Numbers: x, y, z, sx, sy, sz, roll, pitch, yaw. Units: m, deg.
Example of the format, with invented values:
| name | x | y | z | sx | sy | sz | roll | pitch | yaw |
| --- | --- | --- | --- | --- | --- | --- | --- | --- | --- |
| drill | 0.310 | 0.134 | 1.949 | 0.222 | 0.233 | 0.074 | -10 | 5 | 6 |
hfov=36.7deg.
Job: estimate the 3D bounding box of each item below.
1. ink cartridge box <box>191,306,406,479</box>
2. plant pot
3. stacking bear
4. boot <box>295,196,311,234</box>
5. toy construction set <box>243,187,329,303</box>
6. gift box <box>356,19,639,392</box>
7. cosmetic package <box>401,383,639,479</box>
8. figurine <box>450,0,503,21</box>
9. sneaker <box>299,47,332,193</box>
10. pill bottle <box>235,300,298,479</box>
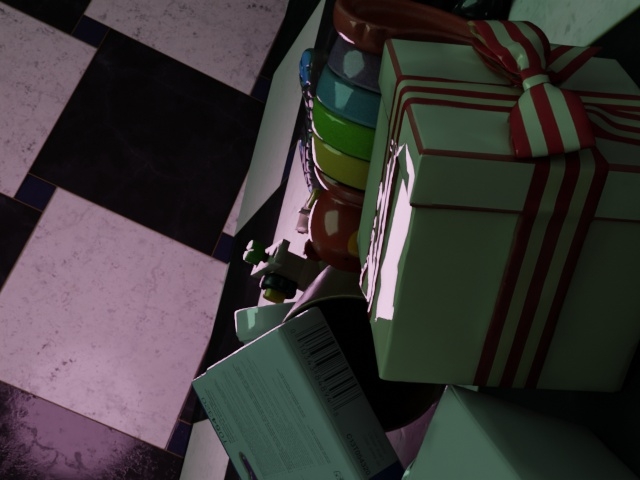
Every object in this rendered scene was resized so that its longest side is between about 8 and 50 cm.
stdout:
| name | x | y | z | sx | sy | sz | roll | pitch | yaw |
| --- | --- | --- | --- | --- | --- | --- | --- | --- | --- |
| ink cartridge box | -0.012 | 0.269 | 1.167 | 0.324 | 0.071 | 0.330 | 61 | 152 | 4 |
| plant pot | 0.064 | 0.102 | 1.294 | 0.230 | 0.215 | 0.215 | -69 | 4 | -58 |
| stacking bear | 0.061 | -0.097 | 1.018 | 0.164 | 0.175 | 0.289 | -120 | 39 | -58 |
| boot | -0.026 | -0.057 | 2.162 | 0.118 | 0.042 | 0.087 | -177 | 106 | -76 |
| toy construction set | 0.000 | 0.000 | 1.548 | 0.309 | 0.237 | 0.257 | -125 | 53 | -74 |
| gift box | 0.181 | -0.043 | 0.851 | 0.255 | 0.276 | 0.258 | -104 | 18 | -55 |
| cosmetic package | 0.170 | 0.272 | 0.688 | 0.365 | 0.155 | 0.197 | -118 | 47 | -73 |
| figurine | 0.194 | -0.414 | 1.365 | 0.092 | 0.215 | 0.209 | -46 | -16 | -49 |
| sneaker | 0.030 | -0.233 | 2.012 | 0.125 | 0.139 | 0.341 | -111 | 20 | -54 |
| pill bottle | -0.043 | 0.242 | 1.379 | 0.169 | 0.169 | 0.301 | 152 | 112 | -72 |
